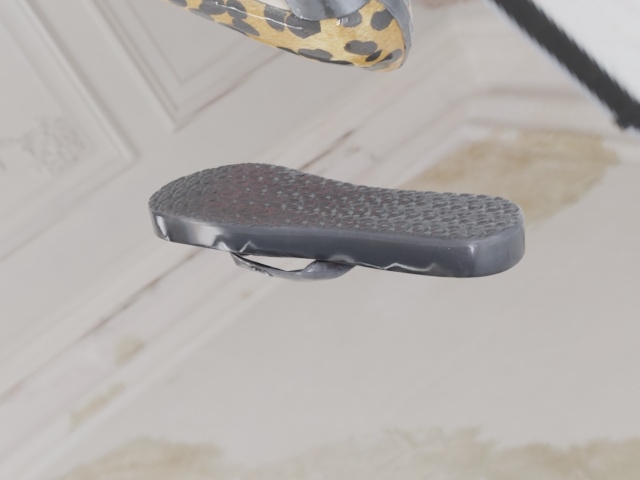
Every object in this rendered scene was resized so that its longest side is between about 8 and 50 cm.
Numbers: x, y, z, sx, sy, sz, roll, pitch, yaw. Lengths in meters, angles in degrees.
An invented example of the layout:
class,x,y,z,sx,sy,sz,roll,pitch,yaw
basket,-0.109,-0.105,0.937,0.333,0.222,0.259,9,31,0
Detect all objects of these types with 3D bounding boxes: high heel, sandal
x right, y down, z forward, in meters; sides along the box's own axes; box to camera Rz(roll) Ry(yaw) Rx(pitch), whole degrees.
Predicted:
class,x,y,z,sx,sy,sz,roll,pitch,yaw
high heel,-0.079,-0.150,0.800,0.261,0.186,0.093,11,-112,42
sandal,0.000,0.000,0.907,0.255,0.054,0.097,9,-152,28
